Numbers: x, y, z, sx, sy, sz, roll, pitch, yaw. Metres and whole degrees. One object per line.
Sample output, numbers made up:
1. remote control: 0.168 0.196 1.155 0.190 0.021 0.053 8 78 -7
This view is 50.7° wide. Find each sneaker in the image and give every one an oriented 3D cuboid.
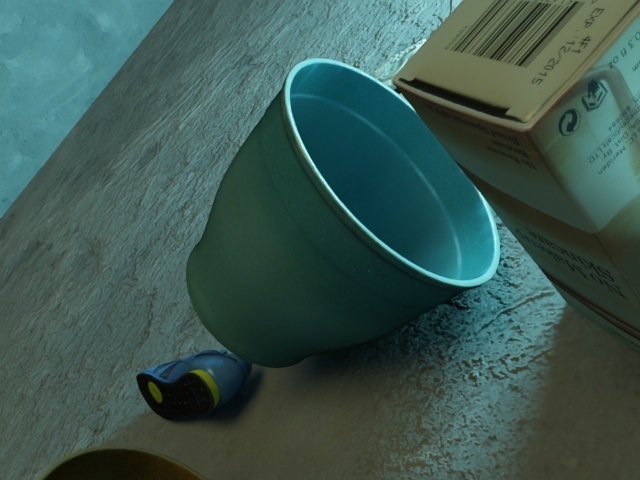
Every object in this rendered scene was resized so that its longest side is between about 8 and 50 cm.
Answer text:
1. sneaker: 0.131 -0.213 0.928 0.090 0.095 0.235 -29 18 32
2. sneaker: -0.162 0.180 0.868 0.082 0.069 0.209 -31 9 -41

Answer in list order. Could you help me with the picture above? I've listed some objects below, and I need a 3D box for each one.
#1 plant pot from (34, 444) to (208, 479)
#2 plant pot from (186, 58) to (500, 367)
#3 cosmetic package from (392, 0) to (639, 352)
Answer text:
1. plant pot: -0.210 0.362 0.609 0.254 0.237 0.237 -54 31 19
2. plant pot: 0.000 0.000 0.711 0.255 0.272 0.271 -43 31 33
3. cosmetic package: 0.204 -0.044 0.480 0.129 0.296 0.153 -48 32 0
